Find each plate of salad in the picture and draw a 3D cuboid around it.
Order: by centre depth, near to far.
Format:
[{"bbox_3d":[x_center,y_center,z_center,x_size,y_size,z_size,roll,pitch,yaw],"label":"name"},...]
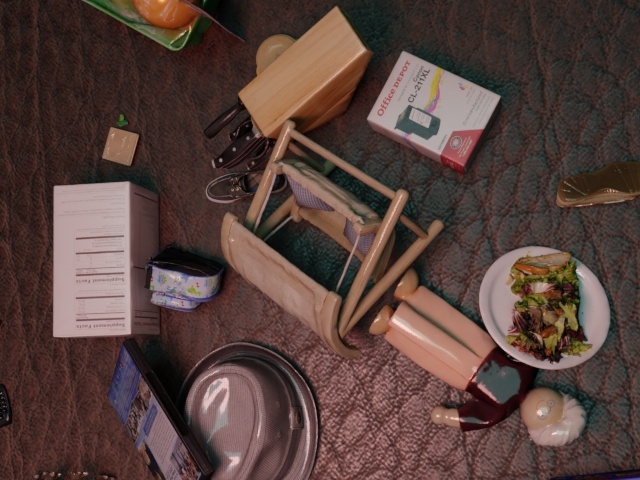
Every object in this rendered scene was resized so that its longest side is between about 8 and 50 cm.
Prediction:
[{"bbox_3d":[0.337,0.094,1.334,0.199,0.048,0.200,2,63,-4],"label":"plate of salad"}]

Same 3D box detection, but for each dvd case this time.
[{"bbox_3d":[-0.256,0.298,1.403,0.022,0.180,0.253,-20,62,-35],"label":"dvd case"}]

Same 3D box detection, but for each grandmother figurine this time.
[{"bbox_3d":[0.240,0.196,1.349,0.342,0.104,0.208,33,97,16],"label":"grandmother figurine"}]

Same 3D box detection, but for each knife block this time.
[{"bbox_3d":[-0.065,-0.218,1.395,0.242,0.276,0.088,-28,77,-22],"label":"knife block"}]

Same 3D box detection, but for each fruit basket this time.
[{"bbox_3d":[-0.300,-0.437,1.407,0.327,0.353,0.165,31,92,14],"label":"fruit basket"}]

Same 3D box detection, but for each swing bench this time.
[{"bbox_3d":[0.000,0.000,1.351,0.253,0.165,0.255,35,92,34],"label":"swing bench"}]

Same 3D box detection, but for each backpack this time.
[{"bbox_3d":[-0.219,0.066,1.464,0.114,0.105,0.084,11,109,11],"label":"backpack"}]

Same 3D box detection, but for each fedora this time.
[{"bbox_3d":[-0.133,0.299,1.405,0.243,0.124,0.275,5,85,13],"label":"fedora"}]

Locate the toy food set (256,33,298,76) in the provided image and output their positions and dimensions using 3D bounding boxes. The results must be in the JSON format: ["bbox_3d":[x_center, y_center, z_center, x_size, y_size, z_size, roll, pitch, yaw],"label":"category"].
[{"bbox_3d":[-0.068,-0.307,1.512,0.082,0.020,0.083,0,83,12],"label":"toy food set"}]

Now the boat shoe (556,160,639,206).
[{"bbox_3d":[0.438,-0.081,1.369,0.153,0.048,0.056,-14,69,4],"label":"boat shoe"}]

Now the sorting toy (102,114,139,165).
[{"bbox_3d":[-0.344,-0.176,1.561,0.062,0.012,0.083,16,91,18],"label":"sorting toy"}]

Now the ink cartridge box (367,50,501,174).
[{"bbox_3d":[0.180,-0.202,1.419,0.175,0.072,0.127,28,91,13],"label":"ink cartridge box"}]

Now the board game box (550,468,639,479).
[{"bbox_3d":[0.474,0.506,1.272,0.233,0.078,0.347,-9,82,11],"label":"board game box"}]

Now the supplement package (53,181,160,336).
[{"bbox_3d":[-0.350,0.037,1.474,0.133,0.139,0.244,-3,83,11],"label":"supplement package"}]

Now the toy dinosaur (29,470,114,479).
[{"bbox_3d":[-0.423,0.460,1.454,0.313,0.121,0.160,-2,70,8],"label":"toy dinosaur"}]

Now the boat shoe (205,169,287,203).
[{"bbox_3d":[-0.127,-0.094,1.490,0.142,0.040,0.049,-9,82,11],"label":"boat shoe"}]

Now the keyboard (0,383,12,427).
[{"bbox_3d":[-0.626,0.325,1.555,0.192,0.038,0.100,-22,80,10],"label":"keyboard"}]
